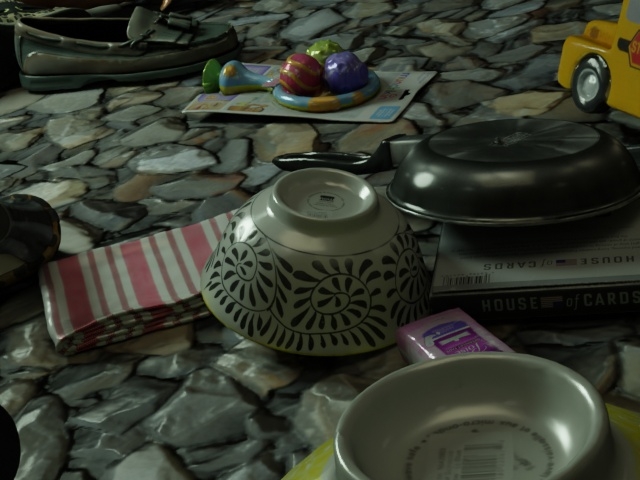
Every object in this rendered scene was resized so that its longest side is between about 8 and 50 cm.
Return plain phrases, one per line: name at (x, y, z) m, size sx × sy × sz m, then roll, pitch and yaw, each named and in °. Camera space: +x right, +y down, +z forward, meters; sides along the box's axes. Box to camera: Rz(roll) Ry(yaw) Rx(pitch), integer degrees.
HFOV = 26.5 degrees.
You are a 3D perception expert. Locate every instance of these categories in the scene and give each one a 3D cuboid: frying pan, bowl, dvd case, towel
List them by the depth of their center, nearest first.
bowl at (0.072, 0.144, 0.592) m, size 0.289 × 0.156 × 0.289 m, roll -9°, pitch 26°, yaw 4°
bowl at (0.000, 0.000, 0.963) m, size 0.170 × 0.080 × 0.170 m, roll 3°, pitch 32°, yaw -2°
dvd case at (0.180, -0.011, 1.021) m, size 0.179 × 0.030 × 0.239 m, roll -4°, pitch 26°, yaw 13°
towel at (-0.123, 0.023, 1.068) m, size 0.197 × 0.029 × 0.144 m, roll -16°, pitch 25°, yaw -11°
frying pan at (0.116, -0.069, 1.082) m, size 0.197 × 0.053 × 0.326 m, roll -14°, pitch 21°, yaw -25°

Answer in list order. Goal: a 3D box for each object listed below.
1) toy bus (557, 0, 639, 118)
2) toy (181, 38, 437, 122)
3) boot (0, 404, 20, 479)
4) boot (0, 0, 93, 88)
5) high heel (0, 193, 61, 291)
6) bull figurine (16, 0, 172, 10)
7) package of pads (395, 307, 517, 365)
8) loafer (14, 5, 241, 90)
toy bus at (0.328, -0.133, 1.071) m, size 0.108 × 0.130 × 0.332 m, roll 1°, pitch 19°, yaw -27°
toy at (-0.015, -0.172, 1.406) m, size 0.237 × 0.056 × 0.137 m, roll 2°, pitch 29°, yaw 25°
boot at (-0.262, 0.182, 0.767) m, size 0.106 × 0.082 × 0.219 m, roll -21°, pitch 21°, yaw 33°
boot at (-0.418, -0.245, 1.685) m, size 0.236 × 0.085 × 0.178 m, roll -19°, pitch 24°, yaw -32°
high heel at (-0.335, 0.042, 1.098) m, size 0.261 × 0.093 × 0.186 m, roll -27°, pitch -2°, yaw 3°
bull figurine at (-0.293, -0.365, 1.850) m, size 0.310 × 0.101 × 0.188 m, roll -1°, pitch 12°, yaw -6°
package of pads at (0.088, 0.075, 0.874) m, size 0.050 × 0.032 × 0.083 m, roll -21°, pitch 27°, yaw -15°
loafer at (-0.229, -0.232, 1.579) m, size 0.267 × 0.084 × 0.096 m, roll -7°, pitch 25°, yaw 7°
